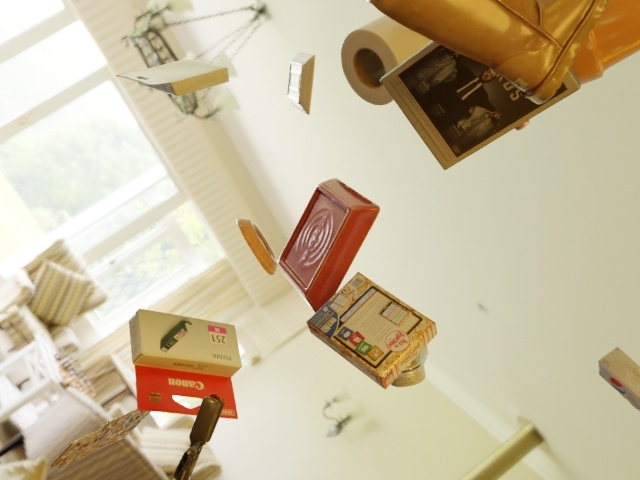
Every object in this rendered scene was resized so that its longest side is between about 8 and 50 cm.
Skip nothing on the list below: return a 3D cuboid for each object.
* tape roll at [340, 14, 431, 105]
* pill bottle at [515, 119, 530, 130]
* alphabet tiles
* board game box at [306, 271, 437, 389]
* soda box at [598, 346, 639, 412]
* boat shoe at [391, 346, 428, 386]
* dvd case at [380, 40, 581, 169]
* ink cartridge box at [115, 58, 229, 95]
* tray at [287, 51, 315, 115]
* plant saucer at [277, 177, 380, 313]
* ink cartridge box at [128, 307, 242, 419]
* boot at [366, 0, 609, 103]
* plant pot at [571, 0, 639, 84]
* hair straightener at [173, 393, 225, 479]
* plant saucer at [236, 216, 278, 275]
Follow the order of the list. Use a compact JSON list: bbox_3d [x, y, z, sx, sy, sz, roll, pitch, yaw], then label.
[{"bbox_3d":[0.204,-0.559,2.239,0.246,0.169,0.246,33,-38,31],"label":"tape roll"},{"bbox_3d":[0.483,-0.318,1.822,0.083,0.043,0.043,46,-9,-15],"label":"pill bottle"},{"bbox_3d":[-0.500,0.453,1.688,0.198,0.237,0.009,-45,-107,33],"label":"alphabet tiles"},{"bbox_3d":[0.093,0.161,1.340,0.193,0.147,0.045,34,-23,34],"label":"board game box"},{"bbox_3d":[0.807,0.375,1.847,0.216,0.069,0.074,50,-11,41],"label":"soda box"},{"bbox_3d":[0.174,0.218,1.537,0.302,0.109,0.094,-85,167,-83],"label":"boat shoe"},{"bbox_3d":[0.236,-0.238,1.093,0.179,0.239,0.029,52,31,-10],"label":"dvd case"},{"bbox_3d":[-0.392,-0.427,1.923,0.223,0.224,0.045,26,-51,47],"label":"ink cartridge box"},{"bbox_3d":[-0.053,-0.402,1.845,0.270,0.030,0.145,-123,-142,-72],"label":"tray"},{"bbox_3d":[0.000,0.000,1.557,0.048,0.258,0.259,24,9,-27],"label":"plant saucer"},{"bbox_3d":[-0.314,0.296,1.739,0.275,0.060,0.238,16,42,-36],"label":"ink cartridge box"},{"bbox_3d":[0.226,-0.332,0.922,0.270,0.236,0.089,29,-9,-15],"label":"boot"},{"bbox_3d":[0.611,-0.458,1.546,0.205,0.188,0.205,45,36,-46],"label":"plant pot"},{"bbox_3d":[-0.264,0.420,1.465,0.047,0.230,0.089,27,-1,9],"label":"hair straightener"},{"bbox_3d":[-0.180,0.012,2.145,0.200,0.037,0.200,59,1,-2],"label":"plant saucer"}]
